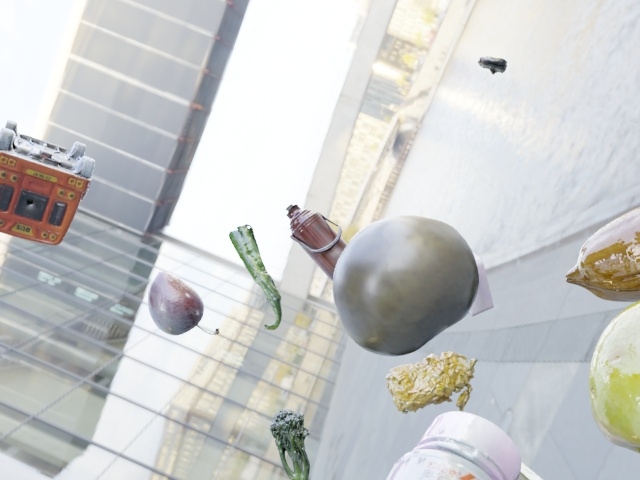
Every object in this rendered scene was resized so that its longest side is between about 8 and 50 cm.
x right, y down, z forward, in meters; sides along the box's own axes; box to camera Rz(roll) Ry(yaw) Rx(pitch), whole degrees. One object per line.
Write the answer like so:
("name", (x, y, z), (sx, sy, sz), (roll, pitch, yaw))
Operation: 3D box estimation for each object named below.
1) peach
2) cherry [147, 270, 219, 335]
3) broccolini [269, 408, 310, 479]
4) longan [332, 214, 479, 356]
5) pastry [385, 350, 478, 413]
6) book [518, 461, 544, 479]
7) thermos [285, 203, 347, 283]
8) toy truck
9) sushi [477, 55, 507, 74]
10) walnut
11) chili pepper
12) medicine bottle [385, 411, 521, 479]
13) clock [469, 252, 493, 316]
("peach", (0.638, 0.242, 1.125), (0.314, 0.281, 0.315), (-8, 44, 43))
("cherry", (-0.295, 0.132, 1.342), (0.188, 0.115, 0.147), (160, 104, -65))
("broccolini", (-0.054, 0.456, 1.366), (0.068, 0.091, 0.202), (-21, -81, -74))
("longan", (0.115, 0.059, 0.916), (0.213, 0.198, 0.198), (-32, 13, 25))
("pastry", (0.309, 0.387, 1.740), (0.102, 0.250, 0.154), (85, 169, -46))
("book", (0.529, 0.643, 1.330), (0.032, 0.389, 0.268), (-25, -60, -21))
("thermos", (-0.003, 0.002, 1.573), (0.099, 0.232, 0.124), (-41, -7, -19))
("toy truck", (-0.357, -0.076, 0.801), (0.253, 0.108, 0.114), (29, 100, 63))
("sushi", (0.485, -0.496, 1.815), (0.046, 0.083, 0.044), (-5, -71, -80))
("walnut", (0.699, 0.034, 1.397), (0.337, 0.209, 0.209), (-22, 24, 31))
("chili pepper", (-0.197, 0.107, 2.011), (0.076, 0.085, 0.358), (89, 159, -63))
("medicine bottle", (0.239, 0.497, 1.210), (0.302, 0.241, 0.241), (-44, -20, -46))
("clock", (0.371, 0.091, 1.672), (0.197, 0.063, 0.150), (-120, 11, -69))
